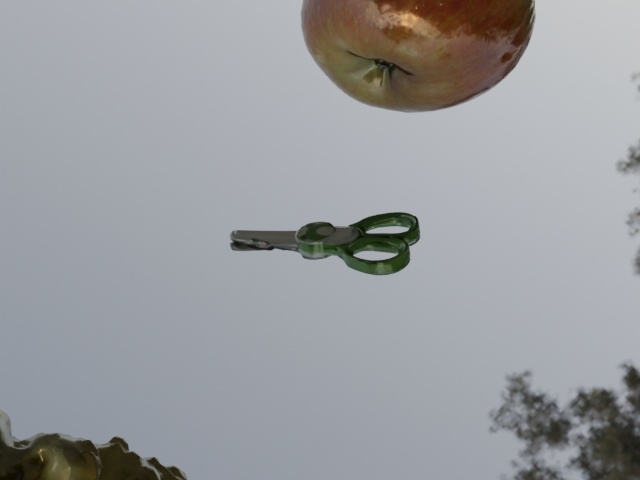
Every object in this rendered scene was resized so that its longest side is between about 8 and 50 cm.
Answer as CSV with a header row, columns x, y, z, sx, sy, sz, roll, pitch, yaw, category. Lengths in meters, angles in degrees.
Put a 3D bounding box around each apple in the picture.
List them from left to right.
x,y,z,sx,sy,sz,roll,pitch,yaw,category
0.115,-0.289,1.285,0.277,0.250,0.309,48,173,-15,apple

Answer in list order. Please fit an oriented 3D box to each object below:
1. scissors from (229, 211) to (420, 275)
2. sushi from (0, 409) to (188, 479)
x,y,z,sx,sy,sz,roll,pitch,yaw,category
0.000,0.000,1.042,0.204,0.027,0.101,2,-150,21,scissors
-0.265,0.284,0.737,0.396,0.351,0.240,6,-126,-5,sushi
